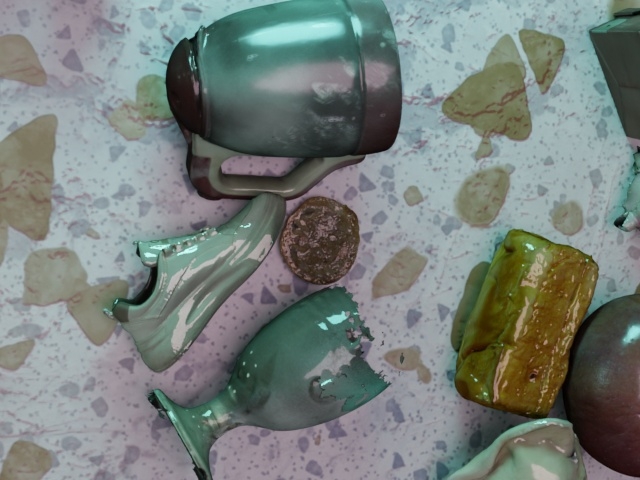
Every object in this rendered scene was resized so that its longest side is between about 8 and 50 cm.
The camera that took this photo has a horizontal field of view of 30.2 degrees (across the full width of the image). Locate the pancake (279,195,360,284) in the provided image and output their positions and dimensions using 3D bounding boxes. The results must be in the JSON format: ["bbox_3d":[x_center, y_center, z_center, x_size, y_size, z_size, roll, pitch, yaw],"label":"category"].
[{"bbox_3d":[0.000,0.000,1.836,0.139,0.022,0.139,-2,97,-20],"label":"pancake"}]

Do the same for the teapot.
[{"bbox_3d":[-0.066,-0.194,1.712,0.312,0.233,0.315,-6,125,-12],"label":"teapot"}]

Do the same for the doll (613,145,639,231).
[{"bbox_3d":[0.592,-0.056,2.000,0.192,0.095,0.149,26,81,-6],"label":"doll"}]

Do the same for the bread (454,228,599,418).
[{"bbox_3d":[0.326,0.134,1.908,0.167,0.132,0.294,18,88,-21],"label":"bread"}]

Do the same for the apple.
[{"bbox_3d":[0.531,0.234,1.938,0.305,0.235,0.306,-1,94,-22],"label":"apple"}]

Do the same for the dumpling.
[{"bbox_3d":[0.311,0.403,1.922,0.243,0.187,0.318,-2,114,7],"label":"dumpling"}]

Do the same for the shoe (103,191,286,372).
[{"bbox_3d":[-0.194,0.029,1.720,0.159,0.124,0.316,37,85,-16],"label":"shoe"}]

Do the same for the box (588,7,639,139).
[{"bbox_3d":[0.535,-0.264,1.903,0.086,0.215,0.215,-24,104,-6],"label":"box"}]

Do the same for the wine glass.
[{"bbox_3d":[-0.065,0.211,1.752,0.357,0.190,0.190,-27,104,-10],"label":"wine glass"}]
